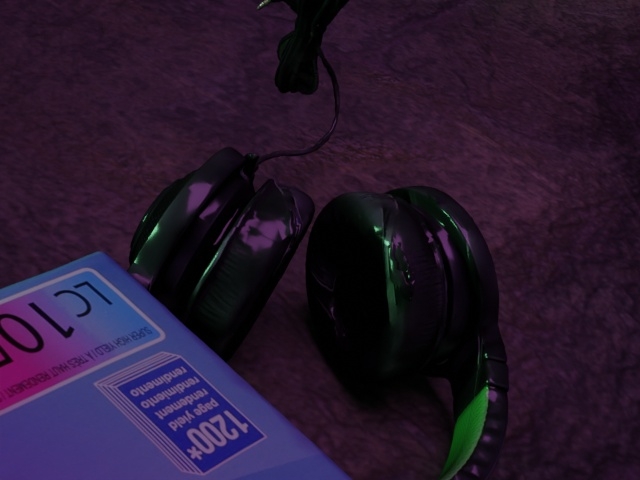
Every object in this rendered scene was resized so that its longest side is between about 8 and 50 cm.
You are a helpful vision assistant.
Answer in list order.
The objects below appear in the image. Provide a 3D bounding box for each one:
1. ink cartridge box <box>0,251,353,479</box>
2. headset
[{"bbox_3d":[-0.068,0.206,0.391,0.395,0.151,0.270,40,39,21],"label":"ink cartridge box"},{"bbox_3d":[0.000,0.000,0.666,0.243,0.185,0.394,10,48,-17],"label":"headset"}]
